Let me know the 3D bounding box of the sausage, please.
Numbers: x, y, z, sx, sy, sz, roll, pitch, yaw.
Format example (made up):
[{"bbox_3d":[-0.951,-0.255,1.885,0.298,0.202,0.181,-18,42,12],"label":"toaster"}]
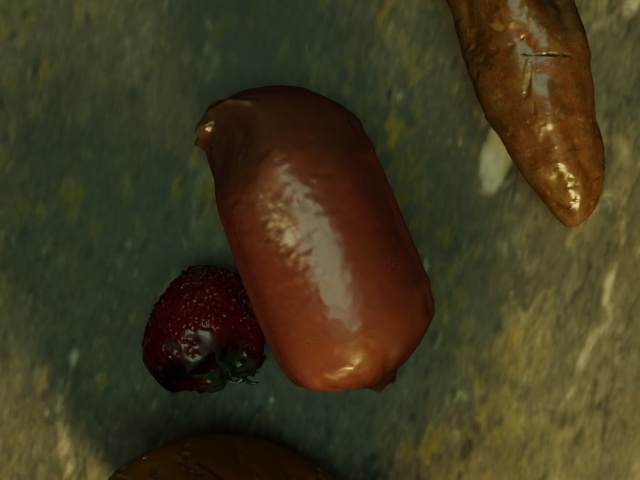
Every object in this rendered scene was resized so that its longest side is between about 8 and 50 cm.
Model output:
[{"bbox_3d":[0.000,0.000,0.710,0.148,0.148,0.254,-19,96,1],"label":"sausage"}]

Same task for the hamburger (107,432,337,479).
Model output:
[{"bbox_3d":[-0.075,0.256,0.697,0.244,0.244,0.163,34,105,-6],"label":"hamburger"}]

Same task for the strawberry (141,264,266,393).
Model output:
[{"bbox_3d":[-0.095,0.070,0.744,0.106,0.106,0.106,0,98,-2],"label":"strawberry"}]

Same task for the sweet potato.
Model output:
[{"bbox_3d":[0.167,-0.129,0.723,0.097,0.097,0.252,-24,102,2],"label":"sweet potato"}]
